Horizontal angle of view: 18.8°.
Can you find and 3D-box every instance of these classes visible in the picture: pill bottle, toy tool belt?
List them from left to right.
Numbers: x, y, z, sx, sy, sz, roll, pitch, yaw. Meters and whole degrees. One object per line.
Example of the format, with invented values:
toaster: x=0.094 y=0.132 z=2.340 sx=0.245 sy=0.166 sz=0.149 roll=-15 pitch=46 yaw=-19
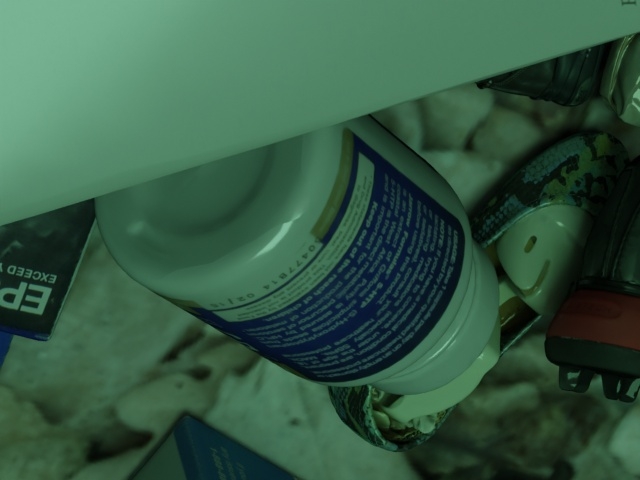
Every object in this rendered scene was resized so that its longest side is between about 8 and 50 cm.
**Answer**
pill bottle: x=0.000 y=0.000 z=0.825 sx=0.112 sy=0.112 sz=0.187 roll=-42 pitch=143 yaw=9
toy tool belt: x=0.159 y=-0.091 z=0.886 sx=0.052 sy=0.051 sz=0.083 roll=21 pitch=98 yaw=-6

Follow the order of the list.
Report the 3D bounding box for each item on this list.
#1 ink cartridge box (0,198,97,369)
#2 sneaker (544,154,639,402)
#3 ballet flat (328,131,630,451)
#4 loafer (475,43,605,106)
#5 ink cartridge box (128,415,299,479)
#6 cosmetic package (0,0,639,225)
ink cartridge box: x=-0.158 y=-0.071 z=0.801 sx=0.165 sy=0.065 sz=0.332 roll=14 pitch=113 yaw=-21
sneaker: x=0.226 y=0.026 z=0.923 sx=0.276 sy=0.097 sz=0.135 roll=15 pitch=85 yaw=-38
ballet flat: x=0.083 y=0.030 z=0.914 sx=0.070 sy=0.070 sz=0.188 roll=36 pitch=103 yaw=-27
loafer: x=0.098 y=-0.138 z=0.833 sx=0.061 sy=0.062 sz=0.170 roll=3 pitch=115 yaw=-10
ink cartridge box: x=0.034 y=0.251 z=0.924 sx=0.307 sy=0.223 sz=0.129 roll=33 pitch=104 yaw=-27
cosmetic package: x=-0.009 y=-0.152 z=0.674 sx=0.365 sy=0.155 sz=0.197 roll=-16 pitch=114 yaw=-8
